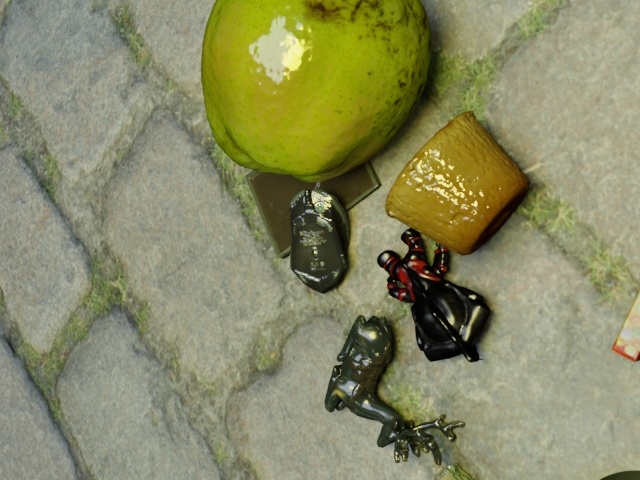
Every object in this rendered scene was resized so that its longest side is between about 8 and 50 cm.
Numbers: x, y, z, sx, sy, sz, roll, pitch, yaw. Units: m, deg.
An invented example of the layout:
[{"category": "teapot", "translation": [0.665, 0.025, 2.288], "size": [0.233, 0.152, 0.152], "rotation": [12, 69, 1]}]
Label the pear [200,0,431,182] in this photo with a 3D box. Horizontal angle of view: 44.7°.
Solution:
[{"category": "pear", "translation": [-0.019, -0.267, 1.231], "size": [0.391, 0.391, 0.391], "rotation": [-2, 87, 37]}]

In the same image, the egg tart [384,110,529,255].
[{"category": "egg tart", "translation": [0.212, -0.073, 1.170], "size": [0.147, 0.202, 0.202], "rotation": [42, 113, 15]}]

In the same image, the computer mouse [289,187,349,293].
[{"category": "computer mouse", "translation": [0.000, 0.000, 1.375], "size": [0.105, 0.062, 0.192], "rotation": [-1, 103, 20]}]

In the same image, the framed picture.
[{"category": "framed picture", "translation": [-0.022, -0.109, 1.432], "size": [0.260, 0.023, 0.189], "rotation": [-36, 67, 30]}]

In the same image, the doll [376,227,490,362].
[{"category": "doll", "translation": [0.186, 0.094, 1.238], "size": [0.249, 0.088, 0.127], "rotation": [55, 139, 35]}]

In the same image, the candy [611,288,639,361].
[{"category": "candy", "translation": [0.443, 0.101, 1.052], "size": [0.038, 0.062, 0.122], "rotation": [29, 105, 36]}]

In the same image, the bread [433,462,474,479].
[{"category": "bread", "translation": [0.208, 0.434, 1.212], "size": [0.232, 0.064, 0.172], "rotation": [-16, 78, 34]}]

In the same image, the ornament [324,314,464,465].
[{"category": "ornament", "translation": [0.130, 0.252, 1.271], "size": [0.236, 0.080, 0.202], "rotation": [33, 110, 36]}]

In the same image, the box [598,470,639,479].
[{"category": "box", "translation": [0.408, 0.429, 1.010], "size": [0.226, 0.149, 0.226], "rotation": [-1, 88, 37]}]
